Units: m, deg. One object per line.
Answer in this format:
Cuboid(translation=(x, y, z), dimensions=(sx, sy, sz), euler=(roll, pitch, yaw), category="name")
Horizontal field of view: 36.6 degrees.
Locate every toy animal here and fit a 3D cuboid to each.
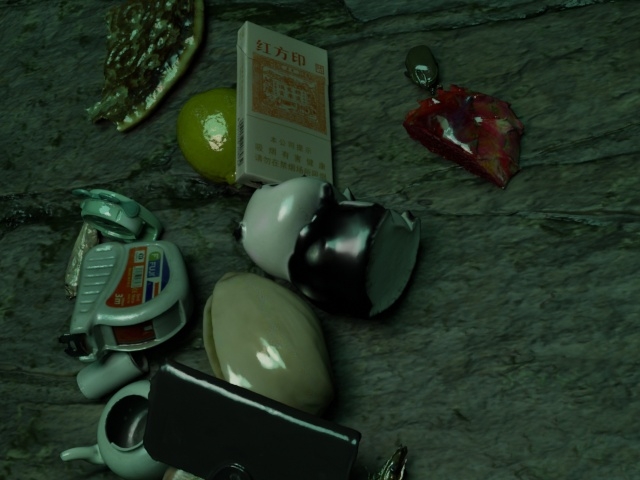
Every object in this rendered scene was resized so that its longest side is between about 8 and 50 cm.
Cuboid(translation=(0.000, 0.000, 1.778), dimensions=(0.310, 0.251, 0.251), euler=(16, 73, 33), category="toy animal")

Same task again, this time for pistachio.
Cuboid(translation=(-0.095, 0.197, 1.740), dimensions=(0.226, 0.208, 0.331), euler=(-10, 59, -30), category="pistachio")

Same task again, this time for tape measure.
Cuboid(translation=(-0.373, 0.117, 1.908), dimensions=(0.246, 0.125, 0.243), euler=(-4, 43, -1), category="tape measure")

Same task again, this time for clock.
Cuboid(translation=(-0.432, -0.053, 2.014), dimensions=(0.148, 0.188, 0.060), euler=(9, 69, 29), category="clock")

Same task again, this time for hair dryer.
Cuboid(translation=(-0.443, 0.198, 1.969), dimensions=(0.131, 0.073, 0.236), euler=(-30, 55, 8), category="hair dryer")

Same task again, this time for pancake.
Cuboid(translation=(-0.406, -0.440, 2.279), dimensions=(0.305, 0.067, 0.426), euler=(-8, 64, 28), category="pancake")

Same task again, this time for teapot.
Cuboid(translation=(-0.328, 0.352, 1.807), dimensions=(0.294, 0.129, 0.193), euler=(-28, 59, 8), category="teapot")

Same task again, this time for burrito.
Cuboid(translation=(-0.514, 0.039, 2.090), dimensions=(0.058, 0.045, 0.188), euler=(-7, 62, 54), category="burrito")

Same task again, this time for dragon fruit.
Cuboid(translation=(0.276, -0.237, 1.841), dimensions=(0.274, 0.126, 0.161), euler=(35, 83, 31), category="dragon fruit")

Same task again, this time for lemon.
Cuboid(translation=(-0.202, -0.214, 2.002), dimensions=(0.184, 0.184, 0.248), euler=(-32, 58, 6), category="lemon")

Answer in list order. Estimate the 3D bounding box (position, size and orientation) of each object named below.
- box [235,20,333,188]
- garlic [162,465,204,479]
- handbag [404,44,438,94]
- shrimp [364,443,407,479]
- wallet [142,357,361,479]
Cuboid(translation=(-0.074, -0.260, 1.965), dimensions=(0.051, 0.205, 0.365), euler=(-37, 47, 48), category="box")
Cuboid(translation=(-0.165, 0.426, 1.722), dimensions=(0.267, 0.128, 0.148), euler=(-16, 92, 8), category="garlic")
Cuboid(translation=(0.207, -0.347, 1.970), dimensions=(0.072, 0.047, 0.111), euler=(-19, 60, 7), category="handbag")
Cuboid(translation=(0.045, 0.467, 1.642), dimensions=(0.169, 0.058, 0.296), euler=(19, 78, 32), category="shrimp")
Cuboid(translation=(-0.126, 0.343, 1.627), dimensions=(0.378, 0.051, 0.197), euler=(20, 109, 13), category="wallet")
